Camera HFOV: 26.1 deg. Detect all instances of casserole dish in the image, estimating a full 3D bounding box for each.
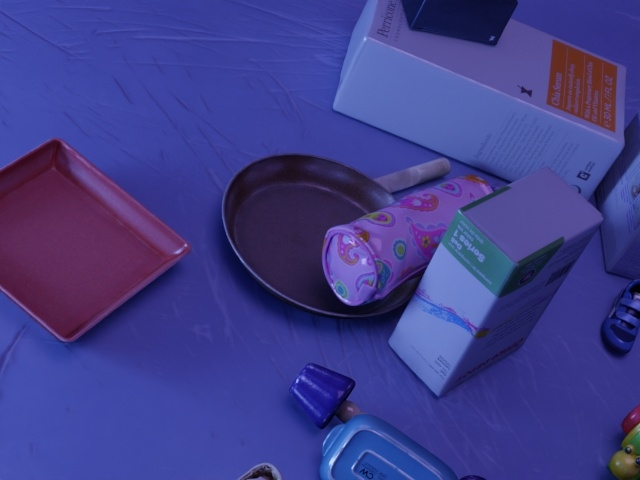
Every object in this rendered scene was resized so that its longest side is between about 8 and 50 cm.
[{"bbox_3d":[0.085,0.297,1.715,0.188,0.037,0.114,34,88,7],"label":"casserole dish"}]

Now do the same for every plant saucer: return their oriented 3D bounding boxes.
[{"bbox_3d":[0.000,0.000,1.994,0.311,0.050,0.310,14,45,-15],"label":"plant saucer"},{"bbox_3d":[-0.345,0.004,1.820,0.258,0.047,0.259,39,45,11],"label":"plant saucer"}]

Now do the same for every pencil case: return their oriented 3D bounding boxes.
[{"bbox_3d":[0.135,-0.004,1.939,0.284,0.124,0.124,-22,62,-38],"label":"pencil case"}]

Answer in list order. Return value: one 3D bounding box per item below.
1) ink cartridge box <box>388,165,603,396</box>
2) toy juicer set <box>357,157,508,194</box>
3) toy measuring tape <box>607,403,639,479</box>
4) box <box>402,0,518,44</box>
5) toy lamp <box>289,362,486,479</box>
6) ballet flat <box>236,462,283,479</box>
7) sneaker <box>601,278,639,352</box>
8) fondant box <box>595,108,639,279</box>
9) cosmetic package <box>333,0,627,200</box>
[{"bbox_3d":[0.235,0.058,1.892,0.201,0.278,0.117,-25,61,-40],"label":"ink cartridge box"},{"bbox_3d":[0.244,-0.054,2.137,0.329,0.089,0.209,36,44,9],"label":"toy juicer set"},{"bbox_3d":[0.526,0.259,1.965,0.330,0.121,0.121,-20,61,-39],"label":"toy measuring tape"},{"bbox_3d":[0.216,-0.410,2.225,0.156,0.093,0.158,8,45,-20],"label":"box"},{"bbox_3d":[0.082,0.254,1.773,0.275,0.080,0.080,34,43,7],"label":"toy lamp"},{"bbox_3d":[-0.127,0.336,1.590,0.086,0.086,0.248,42,45,15],"label":"ballet flat"},{"bbox_3d":[0.471,0.112,2.115,0.053,0.059,0.144,29,44,-2],"label":"sneaker"},{"bbox_3d":[0.560,-0.124,2.186,0.096,0.330,0.238,16,45,-12],"label":"fondant box"},{"bbox_3d":[0.269,-0.254,2.287,0.453,0.161,0.230,21,43,-6],"label":"cosmetic package"}]
